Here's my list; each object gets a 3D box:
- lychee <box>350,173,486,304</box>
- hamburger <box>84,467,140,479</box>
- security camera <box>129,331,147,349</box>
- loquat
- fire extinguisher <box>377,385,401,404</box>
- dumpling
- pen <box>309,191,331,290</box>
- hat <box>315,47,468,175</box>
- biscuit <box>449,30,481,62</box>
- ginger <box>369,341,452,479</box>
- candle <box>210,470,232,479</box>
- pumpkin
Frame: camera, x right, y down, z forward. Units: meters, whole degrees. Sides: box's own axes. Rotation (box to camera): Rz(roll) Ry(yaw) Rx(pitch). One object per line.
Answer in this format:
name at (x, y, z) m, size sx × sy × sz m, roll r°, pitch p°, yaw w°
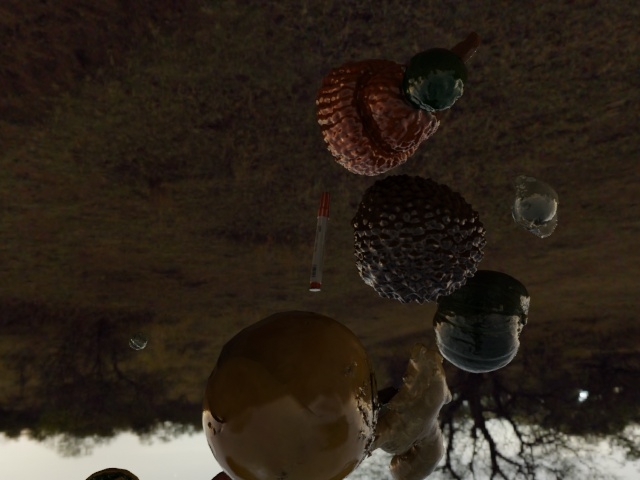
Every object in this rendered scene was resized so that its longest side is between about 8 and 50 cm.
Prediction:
lychee at (0.215, -0.009, 1.339) m, size 0.330 × 0.306 × 0.306 m, roll 6°, pitch 171°, yaw 29°
hamburger at (-0.513, 0.636, 1.403) m, size 0.162 × 0.162 × 0.115 m, roll -1°, pitch -161°, yaw -12°
security camera at (-0.563, 0.310, 1.774) m, size 0.058 × 0.058 × 0.092 m, roll -1°, pitch 170°, yaw -12°
loquat at (-0.035, 0.208, 0.748) m, size 0.235 × 0.235 × 0.235 m, roll -4°, pitch 165°, yaw -1°
fire extinguisher at (0.141, 0.381, 1.384) m, size 0.132 × 0.039 × 0.056 m, roll -19°, pitch 162°, yaw -6°
dumpling at (0.513, -0.080, 1.403) m, size 0.188 × 0.127 × 0.108 m, roll 37°, pitch 162°, yaw -29°
pen at (0.000, 0.000, 1.319) m, size 0.028 × 0.239 × 0.028 m, roll 6°, pitch 159°, yaw 2°
hat at (0.196, -0.320, 1.350) m, size 0.285 × 0.285 × 0.400 m, roll 10°, pitch 168°, yaw -42°
biscuit at (0.312, -0.416, 1.311) m, size 0.019 × 0.102 × 0.130 m, roll 35°, pitch 136°, yaw -19°
ginger at (0.221, 0.437, 1.365) m, size 0.363 × 0.122 × 0.348 m, roll 36°, pitch 104°, yaw -30°
candle at (-0.121, 0.601, 1.296) m, size 0.317 × 0.287 × 0.131 m, roll -29°, pitch 168°, yaw -46°
pumpkin at (0.441, 0.248, 1.644) m, size 0.263 × 0.293 × 0.197 m, roll 12°, pitch -144°, yaw 21°
